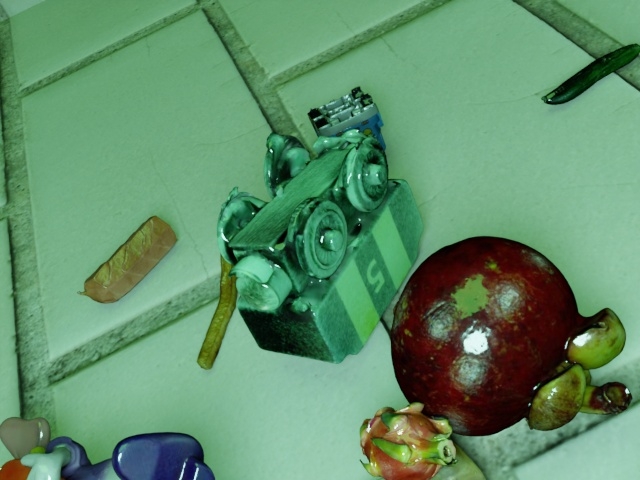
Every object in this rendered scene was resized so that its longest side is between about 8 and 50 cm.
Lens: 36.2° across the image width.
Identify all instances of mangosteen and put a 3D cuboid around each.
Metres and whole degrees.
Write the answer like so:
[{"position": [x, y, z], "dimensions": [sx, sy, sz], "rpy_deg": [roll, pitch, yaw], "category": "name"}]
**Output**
[{"position": [0.201, 0.110, 1.021], "dimensions": [0.257, 0.215, 0.215], "rpy_deg": [18, 53, 24], "category": "mangosteen"}]

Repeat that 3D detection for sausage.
[{"position": [-0.296, 0.037, 1.500], "dimensions": [0.065, 0.065, 0.169], "rpy_deg": [15, 53, 41], "category": "sausage"}]

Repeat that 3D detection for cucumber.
[{"position": [0.407, -0.249, 1.472], "dimensions": [0.184, 0.033, 0.036], "rpy_deg": [-33, 13, -11], "category": "cucumber"}]

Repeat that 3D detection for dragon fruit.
[{"position": [0.090, 0.203, 0.970], "dimensions": [0.116, 0.081, 0.086], "rpy_deg": [-9, -1, 42], "category": "dragon fruit"}]

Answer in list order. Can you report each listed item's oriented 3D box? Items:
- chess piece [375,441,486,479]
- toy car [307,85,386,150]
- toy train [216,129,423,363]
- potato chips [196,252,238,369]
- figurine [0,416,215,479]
[{"position": [0.137, 0.294, 0.918], "dimensions": [0.137, 0.137, 0.301], "rpy_deg": [-33, 26, -10], "category": "chess piece"}, {"position": [0.045, -0.175, 1.543], "dimensions": [0.097, 0.100, 0.191], "rpy_deg": [-25, 17, 1], "category": "toy car"}, {"position": [0.000, 0.000, 1.231], "dimensions": [0.167, 0.238, 0.299], "rpy_deg": [6, 45, 36], "category": "toy train"}, {"position": [-0.141, 0.100, 1.363], "dimensions": [0.026, 0.037, 0.204], "rpy_deg": [-17, 42, 27], "category": "potato chips"}, {"position": [-0.242, 0.263, 1.036], "dimensions": [0.421, 0.154, 0.193], "rpy_deg": [-9, 1, 37], "category": "figurine"}]
